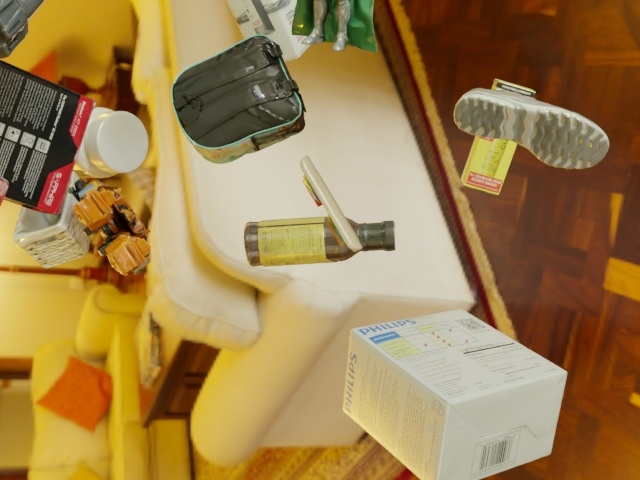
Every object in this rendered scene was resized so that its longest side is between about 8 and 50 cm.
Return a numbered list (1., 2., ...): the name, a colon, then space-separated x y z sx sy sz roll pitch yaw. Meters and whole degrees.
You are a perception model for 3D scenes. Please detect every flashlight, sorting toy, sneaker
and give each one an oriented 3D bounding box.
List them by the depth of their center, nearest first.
1. flashlight: -0.483 -0.427 1.310 0.103 0.103 0.304 114 174 -45
2. sneaker: 0.386 -0.221 1.458 0.115 0.281 0.105 -64 -6 -54
3. sorting toy: 0.015 -0.060 1.507 0.193 0.038 0.208 59 -177 1

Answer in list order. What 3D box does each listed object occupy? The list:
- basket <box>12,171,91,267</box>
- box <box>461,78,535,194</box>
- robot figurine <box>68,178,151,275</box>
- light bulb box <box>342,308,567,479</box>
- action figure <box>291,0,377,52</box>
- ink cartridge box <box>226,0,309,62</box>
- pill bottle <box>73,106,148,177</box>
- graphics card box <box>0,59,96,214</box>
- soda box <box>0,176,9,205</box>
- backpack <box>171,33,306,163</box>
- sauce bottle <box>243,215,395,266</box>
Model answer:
1. basket: -0.526 -0.039 1.615 0.167 0.113 0.103 -95 -16 -47
2. box: 0.377 -0.221 1.729 0.058 0.087 0.232 -76 3 -71
3. robot figurine: -0.370 -0.026 1.460 0.211 0.085 0.291 57 174 -12
4. light bulb box: 0.296 0.346 1.853 0.361 0.357 0.225 32 122 52
5. action figure: 0.017 -0.366 1.037 0.137 0.063 0.232 16 119 24
6. ink cartridge box: -0.089 -0.430 1.403 0.218 0.092 0.159 66 -148 -26
7. pill bottle: -0.538 -0.224 1.857 0.283 0.161 0.161 5 90 40
8. graphics card box: -0.610 -0.210 1.416 0.094 0.370 0.233 9 81 52
9. soda box: -0.560 0.014 1.188 0.092 0.083 0.263 12 79 39
10. backpack: -0.134 -0.212 1.274 0.144 0.188 0.166 108 138 -78
11. sauce bottle: 0.000 0.000 1.857 0.111 0.344 0.112 -2 -90 -83
